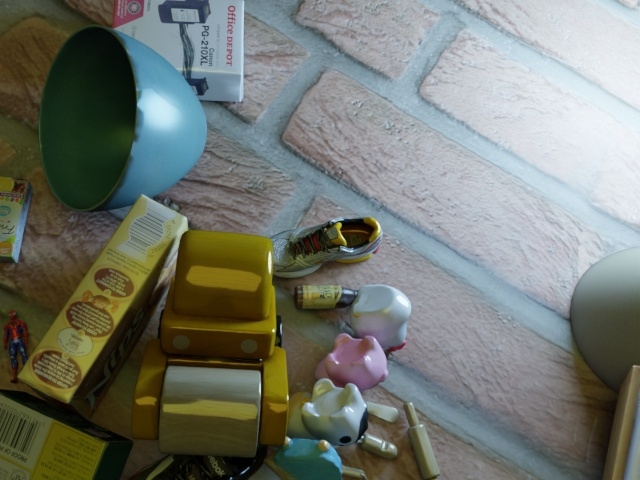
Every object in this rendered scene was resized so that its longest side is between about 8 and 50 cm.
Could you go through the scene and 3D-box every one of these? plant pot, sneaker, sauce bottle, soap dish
[{"bbox_3d":[0.602,0.122,1.252,0.284,0.191,0.284,3,68,-7],"label":"plant pot"},{"bbox_3d":[-0.305,-0.187,1.215,0.195,0.290,0.290,2,63,-48],"label":"plant pot"},{"bbox_3d":[0.000,0.000,1.260,0.225,0.093,0.088,-15,72,-13],"label":"sneaker"},{"bbox_3d":[-0.188,0.339,1.054,0.276,0.135,0.098,-26,75,-28],"label":"sneaker"},{"bbox_3d":[0.020,0.096,1.254,0.128,0.042,0.042,-1,69,-10],"label":"sauce bottle"},{"bbox_3d":[0.564,0.370,1.164,0.228,0.118,0.291,16,79,-2],"label":"soap dish"}]

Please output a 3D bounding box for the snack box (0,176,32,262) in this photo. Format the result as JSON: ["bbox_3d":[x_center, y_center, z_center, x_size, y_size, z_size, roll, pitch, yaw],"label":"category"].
[{"bbox_3d":[-0.545,-0.037,1.221,0.100,0.037,0.141,5,68,-6],"label":"snack box"}]

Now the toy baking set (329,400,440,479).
[{"bbox_3d":[0.085,0.340,1.173,0.196,0.030,0.256,-9,70,-12],"label":"toy baking set"}]

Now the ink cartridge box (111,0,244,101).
[{"bbox_3d":[-0.259,-0.357,1.357,0.237,0.100,0.172,2,69,-8],"label":"ink cartridge box"}]

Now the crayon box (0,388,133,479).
[{"bbox_3d":[-0.410,0.388,0.995,0.202,0.081,0.319,18,81,18],"label":"crayon box"}]

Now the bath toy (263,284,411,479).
[{"bbox_3d":[0.042,0.222,1.147,0.151,0.129,0.348,3,44,34],"label":"bath toy"}]

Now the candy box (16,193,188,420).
[{"bbox_3d":[-0.315,0.106,1.121,0.087,0.183,0.316,28,67,3],"label":"candy box"}]

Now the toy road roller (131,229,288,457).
[{"bbox_3d":[-0.148,0.129,1.060,0.202,0.329,0.241,4,113,-7],"label":"toy road roller"}]

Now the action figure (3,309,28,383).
[{"bbox_3d":[-0.479,0.164,1.158,0.038,0.030,0.115,-14,69,-8],"label":"action figure"}]
